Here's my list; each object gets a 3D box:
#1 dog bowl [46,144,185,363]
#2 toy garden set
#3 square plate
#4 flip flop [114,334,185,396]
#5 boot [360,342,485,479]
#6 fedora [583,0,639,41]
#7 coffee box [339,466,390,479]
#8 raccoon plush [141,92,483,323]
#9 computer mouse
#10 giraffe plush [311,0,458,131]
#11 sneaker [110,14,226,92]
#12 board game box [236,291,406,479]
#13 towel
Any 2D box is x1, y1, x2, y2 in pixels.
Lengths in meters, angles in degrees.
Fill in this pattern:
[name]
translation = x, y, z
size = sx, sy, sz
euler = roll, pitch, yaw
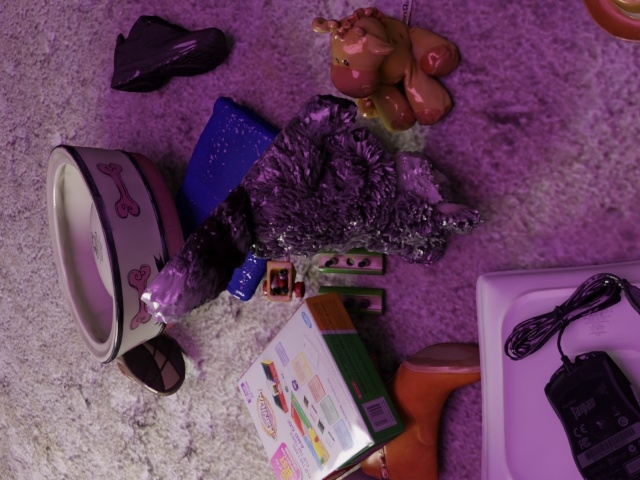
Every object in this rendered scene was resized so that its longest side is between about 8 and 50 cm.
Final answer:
[dog bowl]
translation = -0.382, 0.014, 1.446
size = 0.408, 0.150, 0.407
euler = 30, 126, 51
[toy garden set]
translation = 0.000, 0.000, 1.246
size = 0.204, 0.049, 0.244
euler = 2, 100, 17
[square plate]
translation = 0.356, 0.187, 0.954
size = 0.347, 0.049, 0.343
euler = -8, 71, 30
[flip flop]
translation = -0.380, 0.240, 1.587
size = 0.277, 0.112, 0.080
euler = 21, 135, 30
[boot]
translation = 0.162, 0.275, 1.189
size = 0.295, 0.104, 0.211
euler = -12, 95, 43
[fedora]
translation = 0.388, -0.338, 0.922
size = 0.194, 0.079, 0.194
euler = 6, 100, 36
[coffee box]
translation = 0.077, 0.602, 1.145
size = 0.334, 0.338, 0.338
euler = 22, 111, 33
[raccoon plush]
translation = 0.006, 0.014, 1.078
size = 0.299, 0.446, 0.216
euler = 40, 166, -4
[computer mouse]
translation = 0.349, 0.167, 0.902
size = 0.184, 0.060, 0.262
euler = -43, 45, 19
[giraffe plush]
translation = 0.082, -0.262, 1.106
size = 0.181, 0.170, 0.210
euler = -5, 94, 38
[sneaker]
translation = -0.291, -0.358, 1.417
size = 0.286, 0.109, 0.130
euler = -6, 87, 35
[board game box]
translation = -0.015, 0.265, 1.260
size = 0.316, 0.064, 0.242
euler = -51, 58, 48
[towel]
translation = -0.145, -0.074, 1.376
size = 0.228, 0.076, 0.308
euler = 36, 117, 19
